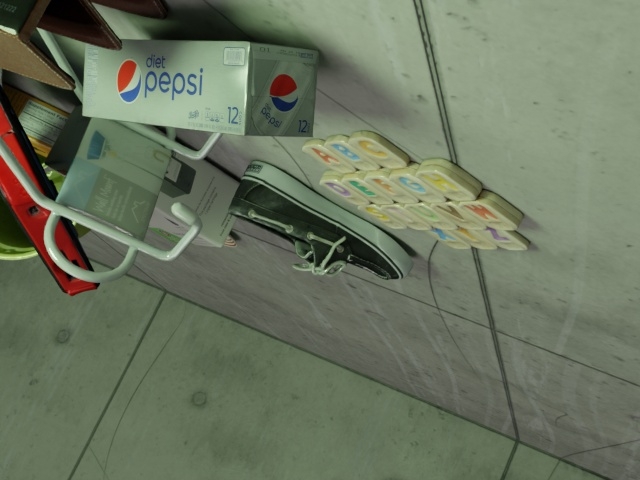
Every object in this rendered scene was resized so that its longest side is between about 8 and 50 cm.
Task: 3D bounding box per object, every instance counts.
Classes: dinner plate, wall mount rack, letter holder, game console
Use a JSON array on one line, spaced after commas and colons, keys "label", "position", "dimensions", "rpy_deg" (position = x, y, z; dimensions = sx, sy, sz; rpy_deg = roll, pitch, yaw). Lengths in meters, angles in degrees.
[{"label": "dinner plate", "position": [-0.234, -0.025, 1.943], "dimensions": [0.141, 0.017, 0.141], "rpy_deg": [23, 166, 6]}, {"label": "wall mount rack", "position": [-0.275, -0.131, 1.141], "dimensions": [0.304, 0.350, 0.130], "rpy_deg": [27, 131, -19]}, {"label": "letter holder", "position": [-0.338, -0.259, 0.949], "dimensions": [0.302, 0.152, 0.214], "rpy_deg": [21, 168, 18]}, {"label": "game console", "position": [-0.422, -0.122, 1.317], "dimensions": [0.386, 0.060, 0.342], "rpy_deg": [89, 156, -63]}]

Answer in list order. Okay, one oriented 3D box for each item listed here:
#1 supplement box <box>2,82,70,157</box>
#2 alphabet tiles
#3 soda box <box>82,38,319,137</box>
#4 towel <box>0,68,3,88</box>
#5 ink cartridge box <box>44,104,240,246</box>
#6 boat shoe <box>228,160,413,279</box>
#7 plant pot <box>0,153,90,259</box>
[{"label": "supplement box", "position": [-0.531, -0.217, 1.625], "dimensions": [0.233, 0.080, 0.078], "rpy_deg": [28, 167, -1]}, {"label": "alphabet tiles", "position": [0.119, -0.052, 1.183], "dimensions": [0.278, 0.021, 0.284], "rpy_deg": [32, 166, -26]}, {"label": "soda box", "position": [-0.135, -0.165, 0.992], "dimensions": [0.098, 0.091, 0.286], "rpy_deg": [-5, -167, -45]}, {"label": "towel", "position": [-0.614, -0.253, 1.519], "dimensions": [0.209, 0.034, 0.285], "rpy_deg": [27, 145, -2]}, {"label": "ink cartridge box", "position": [-0.283, -0.104, 1.515], "dimensions": [0.273, 0.114, 0.198], "rpy_deg": [33, 165, -29]}, {"label": "boat shoe", "position": [0.002, 0.000, 1.411], "dimensions": [0.306, 0.105, 0.113], "rpy_deg": [32, 165, -26]}, {"label": "plant pot", "position": [-0.541, -0.094, 1.799], "dimensions": [0.276, 0.276, 0.254], "rpy_deg": [24, 179, 6]}]
